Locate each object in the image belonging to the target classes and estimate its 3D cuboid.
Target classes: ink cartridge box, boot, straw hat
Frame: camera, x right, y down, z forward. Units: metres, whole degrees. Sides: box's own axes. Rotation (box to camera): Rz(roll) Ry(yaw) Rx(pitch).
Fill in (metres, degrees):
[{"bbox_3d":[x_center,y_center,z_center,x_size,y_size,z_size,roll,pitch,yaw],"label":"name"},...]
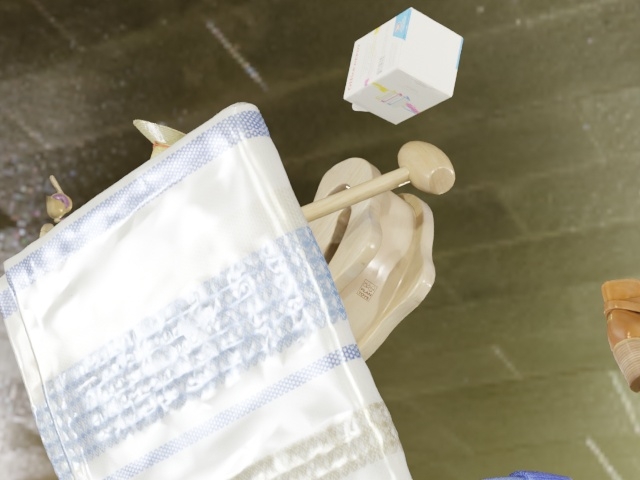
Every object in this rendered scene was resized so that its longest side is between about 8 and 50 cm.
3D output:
[{"bbox_3d":[0.102,-0.222,1.767,0.090,0.092,0.143,24,156,-26],"label":"ink cartridge box"},{"bbox_3d":[0.429,0.119,1.618,0.197,0.152,0.073,15,132,-24],"label":"boot"},{"bbox_3d":[-0.194,-0.102,1.778,0.144,0.061,0.144,22,172,3],"label":"straw hat"}]

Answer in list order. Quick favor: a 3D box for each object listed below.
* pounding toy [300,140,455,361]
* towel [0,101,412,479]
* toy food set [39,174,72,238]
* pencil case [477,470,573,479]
[{"bbox_3d":[0.000,0.000,1.183,0.155,0.154,0.269,34,106,-26],"label":"pounding toy"},{"bbox_3d":[-0.059,0.094,0.705,0.209,0.285,0.034,-33,162,28],"label":"towel"},{"bbox_3d":[-0.270,-0.006,1.422,0.019,0.122,0.078,-7,145,7],"label":"toy food set"},{"bbox_3d":[0.128,0.255,0.643,0.119,0.306,0.133,12,135,-37],"label":"pencil case"}]
